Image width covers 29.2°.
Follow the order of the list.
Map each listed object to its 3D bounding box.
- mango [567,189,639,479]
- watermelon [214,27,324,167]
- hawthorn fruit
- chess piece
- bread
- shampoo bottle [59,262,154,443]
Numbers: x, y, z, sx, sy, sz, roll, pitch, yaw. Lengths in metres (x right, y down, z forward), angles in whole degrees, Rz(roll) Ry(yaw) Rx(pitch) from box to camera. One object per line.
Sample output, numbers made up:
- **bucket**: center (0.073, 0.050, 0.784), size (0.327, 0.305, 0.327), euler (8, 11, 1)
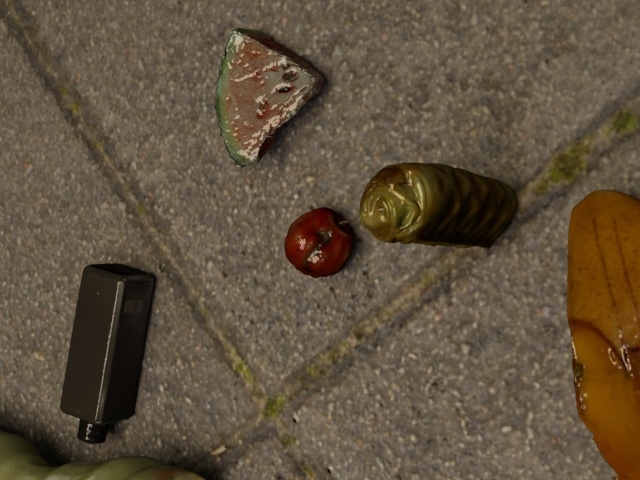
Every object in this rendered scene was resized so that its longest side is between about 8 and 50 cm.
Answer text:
- **mango**: center (0.353, 0.109, 1.295), size (0.199, 0.201, 0.350), euler (-11, 75, -8)
- **watermelon**: center (-0.058, -0.182, 1.570), size (0.139, 0.071, 0.187), euler (-5, 81, 22)
- **hawthorn fruit**: center (0.000, 0.000, 1.531), size (0.093, 0.093, 0.093), euler (1, 91, 29)
- **chess piece**: center (-0.369, 0.373, 1.673), size (0.442, 0.234, 0.234), euler (9, 96, 32)
- **bread**: center (0.129, -0.037, 1.352), size (0.098, 0.269, 0.087), euler (-1, 88, 29)
- **shampoo bottle**: center (-0.297, 0.158, 1.698), size (0.079, 0.080, 0.246), euler (14, 98, 29)
